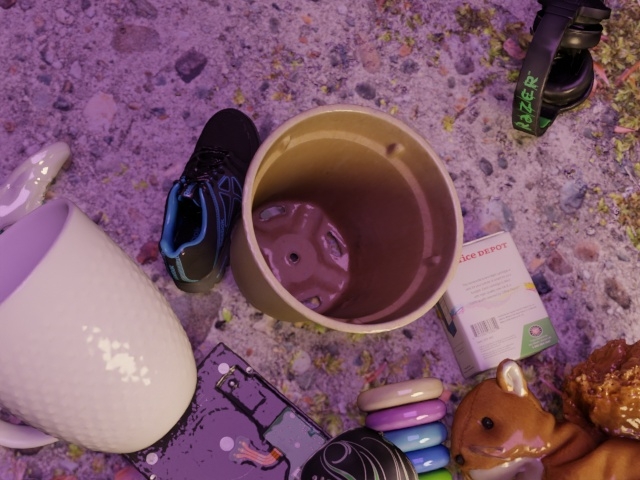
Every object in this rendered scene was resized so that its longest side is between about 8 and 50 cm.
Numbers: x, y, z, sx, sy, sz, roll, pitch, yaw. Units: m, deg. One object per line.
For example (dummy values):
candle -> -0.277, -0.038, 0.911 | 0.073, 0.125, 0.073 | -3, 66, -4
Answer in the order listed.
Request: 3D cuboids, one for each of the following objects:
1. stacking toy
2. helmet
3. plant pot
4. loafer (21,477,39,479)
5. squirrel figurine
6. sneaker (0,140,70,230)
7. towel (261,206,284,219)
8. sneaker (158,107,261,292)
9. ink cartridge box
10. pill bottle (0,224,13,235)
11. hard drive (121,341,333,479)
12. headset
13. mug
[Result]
stacking toy -> 0.158, 0.387, 1.322 | 0.141, 0.141, 0.330 | -10, 76, -10
helmet -> 0.063, 0.370, 1.222 | 0.169, 0.169, 0.161 | -32, 57, -16
plant pot -> 0.000, 0.000, 1.321 | 0.334, 0.305, 0.333 | 5, 74, -20
loafer -> -0.497, 0.486, 1.211 | 0.112, 0.111, 0.319 | 28, 70, 3
squirrel figurine -> 0.406, 0.329, 1.314 | 0.397, 0.281, 0.370 | -39, 64, -24
sneaker -> -0.492, -0.075, 1.438 | 0.212, 0.080, 0.094 | -44, 93, -12
towel -> -0.062, -0.085, 1.513 | 0.152, 0.023, 0.113 | -36, 78, -17
sneaker -> -0.182, -0.087, 1.427 | 0.125, 0.139, 0.340 | 5, 67, 13
ink cartridge box -> 0.285, 0.109, 1.451 | 0.154, 0.093, 0.212 | -18, 75, -14
pill bottle -> -0.536, 0.082, 1.345 | 0.117, 0.117, 0.208 | 44, 72, 9
hard drive -> -0.109, 0.356, 1.331 | 0.339, 0.064, 0.237 | 39, 71, 8
headset -> 0.430, -0.369, 1.581 | 0.185, 0.243, 0.394 | 24, 53, 22
mug -> -0.387, 0.174, 1.247 | 0.374, 0.276, 0.328 | -34, 118, 14
